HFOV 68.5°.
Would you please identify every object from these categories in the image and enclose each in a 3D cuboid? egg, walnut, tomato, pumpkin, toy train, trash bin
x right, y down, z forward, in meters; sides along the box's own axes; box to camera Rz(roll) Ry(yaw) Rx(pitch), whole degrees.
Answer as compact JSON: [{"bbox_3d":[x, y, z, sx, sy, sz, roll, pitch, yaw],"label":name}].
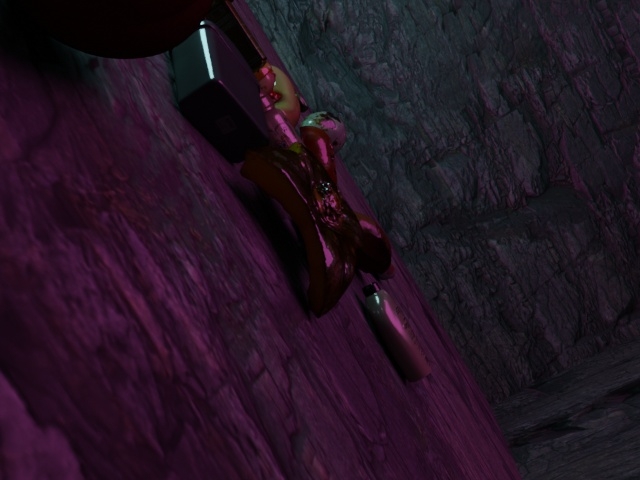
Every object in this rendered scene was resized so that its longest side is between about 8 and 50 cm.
[{"bbox_3d":[0.006,-0.419,1.833,0.231,0.169,0.169,1,57,-60],"label":"egg"},{"bbox_3d":[0.127,0.009,1.335,0.245,0.137,0.137,42,18,-31],"label":"walnut"},{"bbox_3d":[-0.002,-0.212,1.296,0.225,0.085,0.224,-7,90,-86],"label":"tomato"},{"bbox_3d":[-0.010,-0.046,0.838,0.290,0.095,0.258,61,24,-4],"label":"pumpkin"},{"bbox_3d":[-0.208,-0.421,0.987,0.225,0.137,0.090,55,12,-17],"label":"toy train"},{"bbox_3d":[-0.177,-0.270,0.834,0.176,0.101,0.236,49,17,-48],"label":"trash bin"}]

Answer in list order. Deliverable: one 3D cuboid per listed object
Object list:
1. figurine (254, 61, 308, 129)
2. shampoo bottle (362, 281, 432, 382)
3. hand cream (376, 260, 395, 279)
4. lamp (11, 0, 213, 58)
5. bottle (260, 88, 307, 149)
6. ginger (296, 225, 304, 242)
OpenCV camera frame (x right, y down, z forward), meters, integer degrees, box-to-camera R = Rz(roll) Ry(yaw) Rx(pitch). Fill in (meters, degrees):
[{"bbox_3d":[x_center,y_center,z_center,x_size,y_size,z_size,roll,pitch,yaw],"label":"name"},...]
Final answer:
[{"bbox_3d":[-0.138,-0.380,1.230,0.222,0.124,0.324,53,17,-29],"label":"figurine"},{"bbox_3d":[0.182,0.218,1.158,0.256,0.078,0.127,62,17,4],"label":"shampoo bottle"},{"bbox_3d":[0.164,0.045,1.577,0.341,0.078,0.124,41,21,-44],"label":"hand cream"},{"bbox_3d":[-0.203,-0.326,0.435,0.303,0.257,0.302,170,-90,-72],"label":"lamp"},{"bbox_3d":[-0.103,-0.238,1.051,0.209,0.097,0.110,57,31,-9],"label":"bottle"},{"bbox_3d":[0.000,-0.002,0.968,0.095,0.069,0.190,47,17,-41],"label":"ginger"}]
